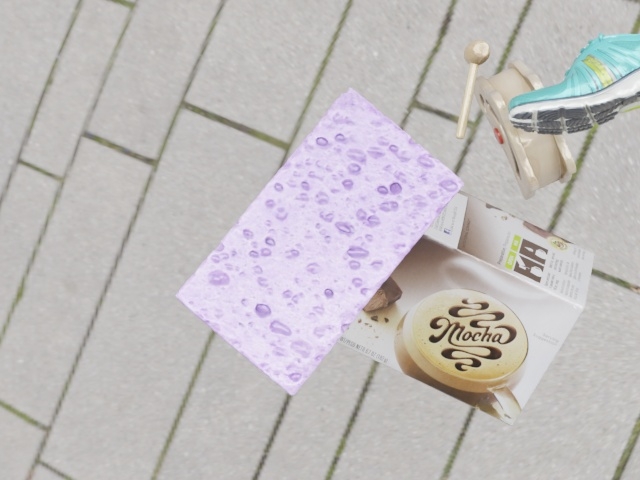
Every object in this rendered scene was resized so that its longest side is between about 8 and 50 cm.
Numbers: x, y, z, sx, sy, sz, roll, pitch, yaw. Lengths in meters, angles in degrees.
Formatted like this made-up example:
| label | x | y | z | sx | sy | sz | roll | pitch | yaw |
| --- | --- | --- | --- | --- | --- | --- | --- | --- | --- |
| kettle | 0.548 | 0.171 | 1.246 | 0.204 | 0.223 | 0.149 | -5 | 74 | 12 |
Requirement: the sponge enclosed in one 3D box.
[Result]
| label | x | y | z | sx | sy | sz | roll | pitch | yaw |
| --- | --- | --- | --- | --- | --- | --- | --- | --- | --- |
| sponge | 0.000 | 0.000 | 0.812 | 0.117 | 0.031 | 0.210 | 39 | 83 | 4 |

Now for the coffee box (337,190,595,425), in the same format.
| label | x | y | z | sx | sy | sz | roll | pitch | yaw |
| --- | --- | --- | --- | --- | --- | --- | --- | --- | --- |
| coffee box | 0.102 | 0.036 | 1.087 | 0.297 | 0.119 | 0.168 | 26 | 123 | 4 |

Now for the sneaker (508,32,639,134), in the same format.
| label | x | y | z | sx | sy | sz | roll | pitch | yaw |
| --- | --- | --- | --- | --- | --- | --- | --- | --- | --- |
| sneaker | 0.381 | -0.221 | 1.449 | 0.275 | 0.107 | 0.110 | -20 | 75 | 3 |

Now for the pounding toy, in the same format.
| label | x | y | z | sx | sy | sz | roll | pitch | yaw |
| --- | --- | --- | --- | --- | --- | --- | --- | --- | --- |
| pounding toy | 0.276 | -0.184 | 1.669 | 0.155 | 0.154 | 0.269 | -25 | 100 | 1 |
